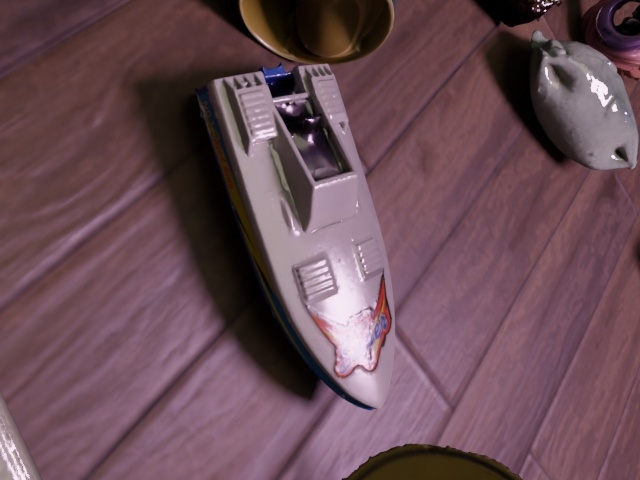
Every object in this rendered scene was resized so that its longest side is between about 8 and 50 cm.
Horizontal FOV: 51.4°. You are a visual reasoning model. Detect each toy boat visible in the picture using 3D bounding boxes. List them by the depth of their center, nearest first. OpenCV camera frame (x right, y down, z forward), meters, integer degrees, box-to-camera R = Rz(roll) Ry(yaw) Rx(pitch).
[{"bbox_3d":[0.000,0.000,0.545,0.129,0.088,0.295,-20,93,-40],"label":"toy boat"}]

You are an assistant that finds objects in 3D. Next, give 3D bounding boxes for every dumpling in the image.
[{"bbox_3d":[0.339,-0.186,0.845,0.216,0.105,0.149,45,63,-18],"label":"dumpling"}]

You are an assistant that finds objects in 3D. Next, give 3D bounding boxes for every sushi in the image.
[{"bbox_3d":[0.265,-0.339,0.817,0.150,0.090,0.078,-49,130,1],"label":"sushi"}]

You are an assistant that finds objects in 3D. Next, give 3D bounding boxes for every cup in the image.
[{"bbox_3d":[-0.015,-0.260,0.581,0.177,0.131,0.155,14,65,-10],"label":"cup"}]

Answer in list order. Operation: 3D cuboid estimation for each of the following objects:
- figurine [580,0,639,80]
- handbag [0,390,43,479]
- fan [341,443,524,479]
[{"bbox_3d":[0.442,-0.286,0.963,0.114,0.126,0.157,-41,150,-4],"label":"figurine"},{"bbox_3d":[-0.262,0.131,0.321,0.219,0.079,0.256,-24,95,-29],"label":"handbag"},{"bbox_3d":[0.127,0.275,0.477,0.011,0.335,0.229,52,47,-68],"label":"fan"}]
